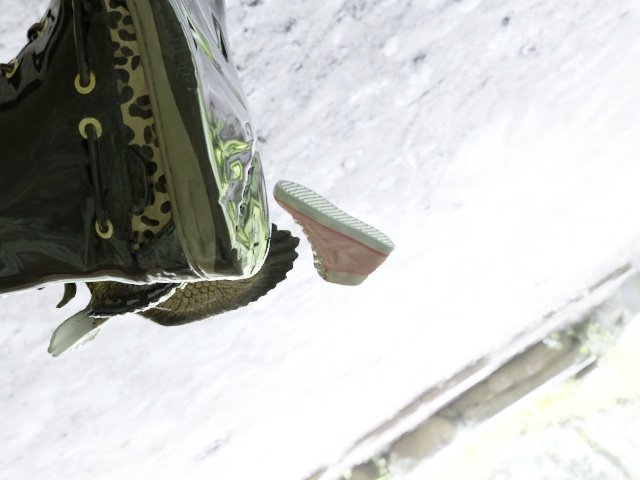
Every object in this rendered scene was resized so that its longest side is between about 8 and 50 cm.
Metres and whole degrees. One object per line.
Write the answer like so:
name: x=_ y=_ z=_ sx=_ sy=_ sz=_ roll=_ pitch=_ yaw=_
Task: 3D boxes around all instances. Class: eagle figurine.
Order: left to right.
eagle figurine: x=-0.204 y=0.032 z=1.171 sx=0.226 sy=0.298 sz=0.225 roll=-60 pitch=153 yaw=-45

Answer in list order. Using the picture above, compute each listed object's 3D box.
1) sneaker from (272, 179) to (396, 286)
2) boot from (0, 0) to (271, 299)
sneaker: x=0.000 y=0.000 z=0.907 sx=0.134 sy=0.051 sz=0.070 roll=29 pitch=110 yaw=-20
boot: x=-0.210 y=-0.130 z=0.710 sx=0.284 sy=0.377 sz=0.138 roll=-13 pitch=-174 yaw=19
